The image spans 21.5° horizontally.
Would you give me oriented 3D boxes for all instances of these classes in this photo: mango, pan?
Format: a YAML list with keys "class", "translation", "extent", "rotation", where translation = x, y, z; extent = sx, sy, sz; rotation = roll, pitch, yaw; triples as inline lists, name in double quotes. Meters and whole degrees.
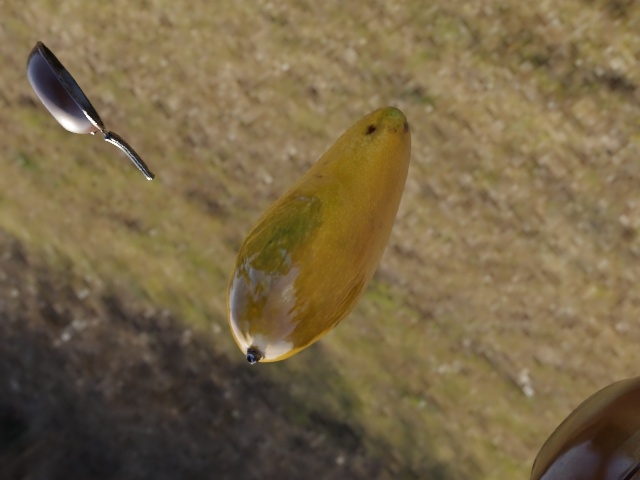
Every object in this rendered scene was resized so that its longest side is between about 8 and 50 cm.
- class: "mango"
  translation: [0.000, 0.000, 1.013]
  extent: [0.075, 0.190, 0.098]
  rotation: [27, 145, 4]
- class: "pan"
  translation: [-0.149, -0.075, 1.071]
  extent: [0.115, 0.023, 0.068]
  rotation: [50, -178, -20]

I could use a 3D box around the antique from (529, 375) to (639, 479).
- class: "antique"
  translation: [0.272, 0.207, 1.407]
  extent: [0.129, 0.278, 0.223]
  rotation: [41, 123, 33]
